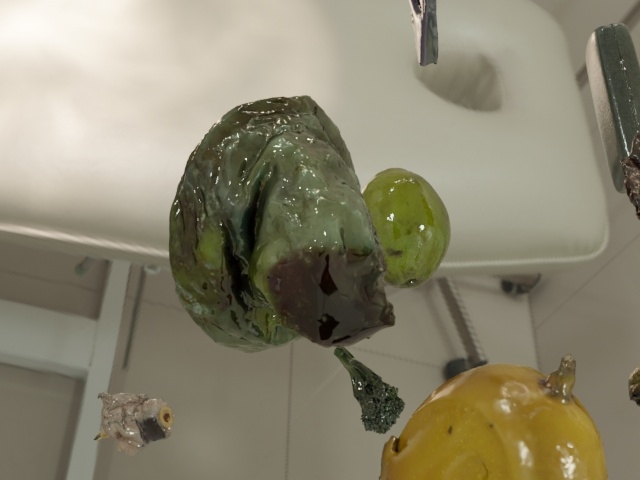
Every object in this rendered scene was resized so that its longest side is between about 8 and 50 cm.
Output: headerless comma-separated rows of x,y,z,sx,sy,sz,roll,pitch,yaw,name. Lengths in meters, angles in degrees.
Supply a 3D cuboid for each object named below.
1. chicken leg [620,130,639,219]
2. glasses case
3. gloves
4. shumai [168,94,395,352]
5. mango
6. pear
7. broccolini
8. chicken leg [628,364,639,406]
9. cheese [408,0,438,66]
0.352,0.020,0.676,0.177,0.083,0.322,-29,55,-2,chicken leg
0.582,-0.256,1.795,0.074,0.131,0.323,-8,76,0,glasses case
-0.332,0.322,1.664,0.144,0.110,0.094,6,40,13,gloves
0.000,0.000,1.073,0.304,0.309,0.263,-39,39,-25,shumai
0.067,0.130,0.388,0.066,0.188,0.101,8,14,-35,mango
0.168,-0.026,1.943,0.212,0.212,0.269,4,57,-24,pear
0.081,0.231,1.514,0.068,0.091,0.203,-1,31,-16,broccolini
0.538,0.204,1.403,0.070,0.178,0.093,-10,56,-40,chicken leg
0.036,-0.184,0.475,0.042,0.105,0.191,-11,50,-2,cheese
